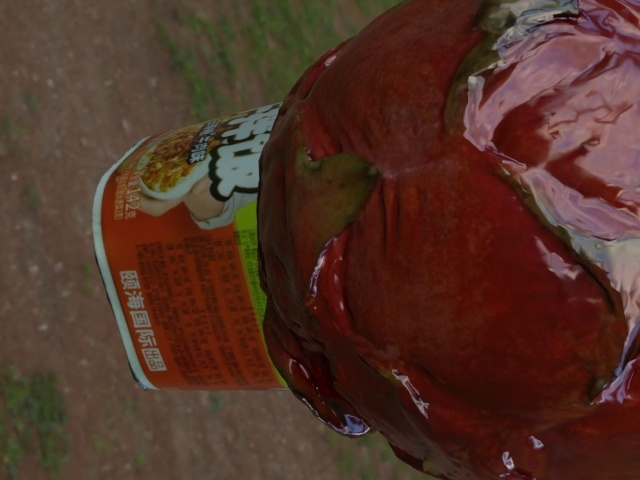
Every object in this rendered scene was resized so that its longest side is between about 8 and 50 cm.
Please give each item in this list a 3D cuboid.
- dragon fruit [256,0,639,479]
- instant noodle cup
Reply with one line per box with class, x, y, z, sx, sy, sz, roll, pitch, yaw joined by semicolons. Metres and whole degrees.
dragon fruit;0.115;-0.002;0.641;0.277;0.342;0.277;14;70;-42
instant noodle cup;0.000;0.000;1.051;0.294;0.307;0.294;-7;90;-72
